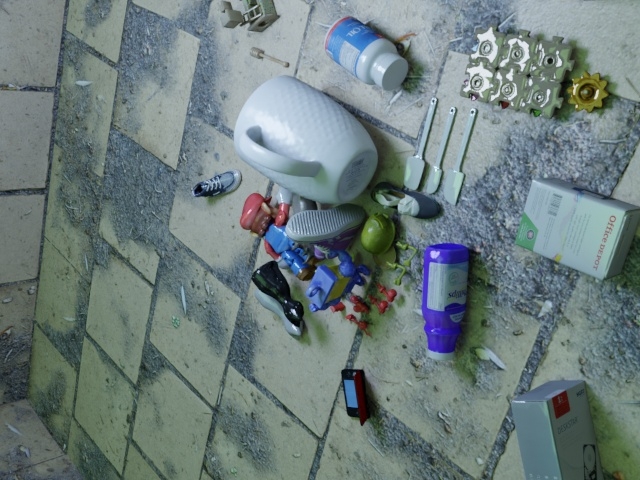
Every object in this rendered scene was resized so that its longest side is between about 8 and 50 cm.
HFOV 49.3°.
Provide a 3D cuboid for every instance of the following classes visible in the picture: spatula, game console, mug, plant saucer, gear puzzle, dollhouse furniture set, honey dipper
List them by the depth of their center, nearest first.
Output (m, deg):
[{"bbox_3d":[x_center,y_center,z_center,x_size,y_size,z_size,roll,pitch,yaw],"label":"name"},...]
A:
[{"bbox_3d":[0.473,-0.362,1.527,0.339,0.044,0.175,26,112,37],"label":"gear puzzle"},{"bbox_3d":[0.297,-0.226,1.735,0.168,0.019,0.242,29,116,40],"label":"spatula"},{"bbox_3d":[-0.051,-0.243,1.835,0.328,0.374,0.276,36,119,26],"label":"mug"},{"bbox_3d":[0.177,0.037,1.898,0.083,0.015,0.083,8,101,45],"label":"plant saucer"},{"bbox_3d":[0.090,0.448,1.997,0.124,0.085,0.144,-8,90,45],"label":"game console"},{"bbox_3d":[-0.231,-0.738,2.090,0.101,0.161,0.181,-24,80,44],"label":"dollhouse furniture set"},{"bbox_3d":[-0.156,-0.559,2.139,0.161,0.030,0.030,31,117,34],"label":"honey dipper"}]

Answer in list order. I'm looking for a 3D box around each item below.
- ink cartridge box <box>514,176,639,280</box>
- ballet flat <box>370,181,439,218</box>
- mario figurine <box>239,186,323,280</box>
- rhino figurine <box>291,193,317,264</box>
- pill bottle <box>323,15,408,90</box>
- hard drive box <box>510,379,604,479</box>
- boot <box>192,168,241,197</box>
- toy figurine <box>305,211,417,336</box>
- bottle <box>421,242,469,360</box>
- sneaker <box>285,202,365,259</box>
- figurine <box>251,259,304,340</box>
[{"bbox_3d":[0.540,-0.029,1.467,0.212,0.093,0.154,28,116,41],"label":"ink cartridge box"},{"bbox_3d":[0.209,-0.098,1.806,0.203,0.074,0.074,27,115,39],"label":"ballet flat"},{"bbox_3d":[-0.105,-0.033,2.128,0.198,0.170,0.320,-45,71,-1],"label":"mario figurine"},{"bbox_3d":[-0.036,-0.052,1.996,0.073,0.106,0.243,178,99,-73],"label":"rhino figurine"},{"bbox_3d":[0.121,-0.479,1.802,0.221,0.124,0.124,43,124,31],"label":"pill bottle"},{"bbox_3d":[0.512,0.436,1.502,0.089,0.181,0.232,-14,87,45],"label":"hard drive box"},{"bbox_3d":[-0.351,-0.186,2.347,0.190,0.086,0.069,-27,77,44],"label":"boot"},{"bbox_3d":[0.068,0.112,1.855,0.191,0.217,0.362,51,133,29],"label":"toy figurine"},{"bbox_3d":[0.304,0.151,1.713,0.092,0.118,0.282,11,102,44],"label":"bottle"},{"bbox_3d":[0.001,0.001,1.881,0.102,0.282,0.161,46,126,28],"label":"sneaker"},{"bbox_3d":[-0.116,0.196,2.125,0.209,0.092,0.215,52,163,21],"label":"figurine"}]
